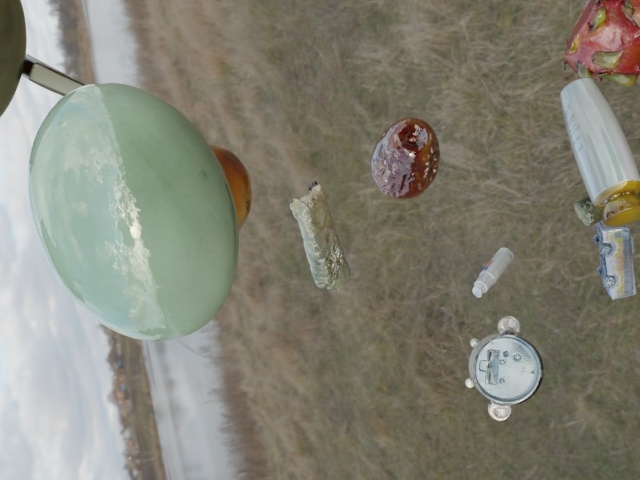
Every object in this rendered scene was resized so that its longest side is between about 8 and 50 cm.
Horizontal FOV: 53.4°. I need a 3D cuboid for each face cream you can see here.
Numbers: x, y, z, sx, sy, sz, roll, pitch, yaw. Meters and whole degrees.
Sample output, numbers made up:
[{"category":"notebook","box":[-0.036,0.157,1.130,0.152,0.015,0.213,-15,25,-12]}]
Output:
[{"category":"face cream","box":[0.328,-0.105,0.746,0.072,0.051,0.182,101,162,-64]},{"category":"face cream","box":[0.332,0.063,1.234,0.034,0.130,0.034,27,140,25]}]

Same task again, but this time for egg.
[{"category":"egg","box":[-0.194,-0.027,0.678,0.283,0.203,0.203,69,165,-13]}]

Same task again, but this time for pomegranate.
[{"category":"pomegranate","box":[-0.207,-0.072,1.060,0.191,0.191,0.191,169,90,-73]}]

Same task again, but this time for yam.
[{"category":"yam","box":[0.648,-0.110,1.294,0.061,0.274,0.061,63,179,1]}]

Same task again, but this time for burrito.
[{"category":"burrito","box":[0.001,0.001,0.856,0.042,0.051,0.171,52,164,47]}]

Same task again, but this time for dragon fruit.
[{"category":"dragon fruit","box":[0.425,-0.291,0.898,0.133,0.207,0.150,125,135,-54]}]

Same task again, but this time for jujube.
[{"category":"jujube","box":[0.214,-0.207,1.567,0.255,0.190,0.190,103,154,-78]}]

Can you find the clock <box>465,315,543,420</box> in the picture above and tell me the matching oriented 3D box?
[{"category":"clock","box":[0.402,0.279,1.389,0.063,0.155,0.229,73,-154,-84]}]

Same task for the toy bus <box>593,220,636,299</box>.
[{"category":"toy bus","box":[0.671,0.043,1.448,0.064,0.075,0.190,-73,-30,-61]}]

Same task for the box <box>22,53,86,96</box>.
[{"category":"box","box":[-0.476,-0.284,1.053,0.177,0.115,0.036,29,96,31]}]

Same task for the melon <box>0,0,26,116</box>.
[{"category":"melon","box":[-0.546,-0.254,0.848,0.330,0.268,0.268,-62,21,-1]}]
